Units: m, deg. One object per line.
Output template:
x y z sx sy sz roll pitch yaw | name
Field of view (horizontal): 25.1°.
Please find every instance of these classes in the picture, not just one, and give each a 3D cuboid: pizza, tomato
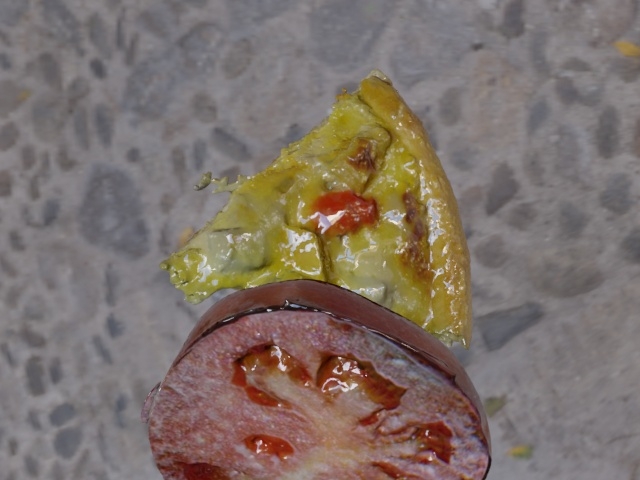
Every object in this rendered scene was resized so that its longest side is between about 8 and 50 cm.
0.000 0.000 1.268 0.280 0.287 0.075 66 154 11 | pizza
0.003 0.107 0.922 0.225 0.085 0.225 7 126 10 | tomato
